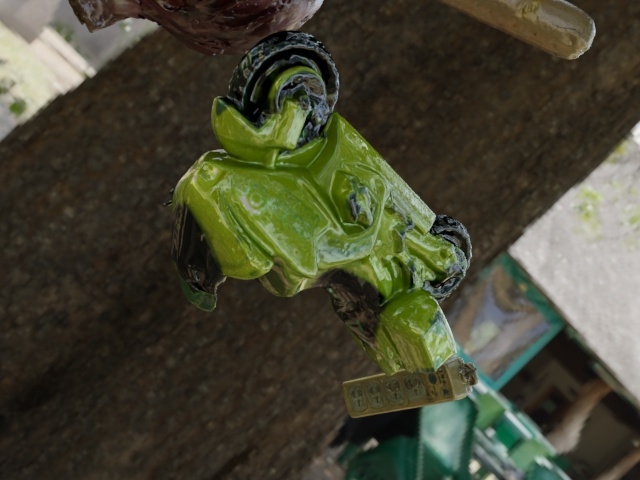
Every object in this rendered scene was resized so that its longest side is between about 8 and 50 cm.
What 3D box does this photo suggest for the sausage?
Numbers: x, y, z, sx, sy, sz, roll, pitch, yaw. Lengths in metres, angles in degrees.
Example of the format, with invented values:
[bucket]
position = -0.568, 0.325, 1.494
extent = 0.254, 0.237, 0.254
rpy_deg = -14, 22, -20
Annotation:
[sausage]
position = 0.164, -0.283, 1.212
extent = 0.301, 0.065, 0.066
rpy_deg = 28, 0, 3

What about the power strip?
[power strip]
position = 0.130, 0.226, 1.677
extent = 0.305, 0.044, 0.064
rpy_deg = -21, -97, 50

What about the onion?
[onion]
position = -0.111, -0.248, 0.878
extent = 0.252, 0.219, 0.252
rpy_deg = 42, -16, 15

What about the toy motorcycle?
[toy motorcycle]
position = 0.001, 0.001, 0.887
extent = 0.342, 0.206, 0.142
rpy_deg = 45, 4, -43
